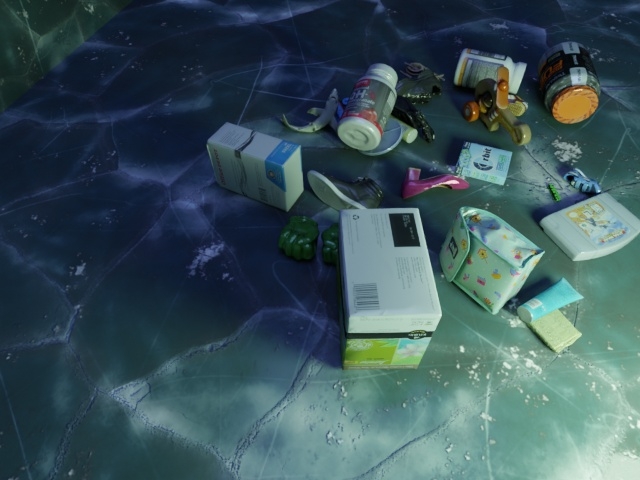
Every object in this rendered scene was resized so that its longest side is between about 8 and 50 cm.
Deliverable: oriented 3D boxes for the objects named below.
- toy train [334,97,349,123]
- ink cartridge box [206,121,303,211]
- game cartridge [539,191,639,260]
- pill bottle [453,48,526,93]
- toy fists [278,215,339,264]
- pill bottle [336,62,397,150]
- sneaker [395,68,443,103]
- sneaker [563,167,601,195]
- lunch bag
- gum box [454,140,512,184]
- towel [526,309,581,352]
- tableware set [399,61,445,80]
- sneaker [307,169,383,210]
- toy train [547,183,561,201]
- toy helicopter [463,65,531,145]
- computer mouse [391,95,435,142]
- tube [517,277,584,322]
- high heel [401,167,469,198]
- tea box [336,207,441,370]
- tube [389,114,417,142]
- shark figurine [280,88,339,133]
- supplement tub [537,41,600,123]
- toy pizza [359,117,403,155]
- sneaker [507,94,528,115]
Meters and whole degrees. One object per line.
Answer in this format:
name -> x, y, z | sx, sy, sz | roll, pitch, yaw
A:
toy train -> 0.103, -0.529, 1.865 | 0.105, 0.080, 0.184 | -21, 56, -2
ink cartridge box -> -0.227, -0.264, 1.574 | 0.307, 0.223, 0.129 | 21, 55, 17
game cartridge -> 0.922, -0.045, 1.478 | 0.297, 0.062, 0.198 | -21, 50, -14
pill bottle -> 0.751, -0.748, 1.957 | 0.278, 0.162, 0.162 | 19, 55, 15
toy fists -> 0.000, 0.000, 1.445 | 0.279, 0.096, 0.142 | 8, 54, 6
pill bottle -> 0.195, -0.530, 1.726 | 0.176, 0.176, 0.318 | 17, 69, 14
sneaker -> 0.420, -0.651, 1.934 | 0.286, 0.109, 0.130 | -31, 70, -14
sneaker -> 0.953, -0.206, 1.602 | 0.059, 0.053, 0.144 | -20, 46, -14
lunch bag -> 0.480, 0.049, 1.310 | 0.160, 0.223, 0.262 | -30, 56, -28
gum box -> 0.627, -0.300, 1.690 | 0.184, 0.041, 0.157 | 18, 55, 16
towel -> 0.665, 0.245, 1.277 | 0.110, 0.027, 0.148 | -26, 56, -16
tableware set -> 0.486, -0.795, 2.077 | 0.128, 0.039, 0.194 | -29, 57, -19
sneaker -> 0.097, -0.186, 1.586 | 0.296, 0.104, 0.147 | 35, 59, 19
toy train -> 0.853, -0.175, 1.602 | 0.023, 0.017, 0.083 | 4, 52, -7
toy helicopter -> 0.720, -0.517, 1.732 | 0.140, 0.235, 0.355 | -15, 54, -10
computer mouse -> 0.369, -0.522, 1.800 | 0.072, 0.188, 0.272 | -44, 48, 3
tube -> 0.670, 0.175, 1.284 | 0.207, 0.052, 0.080 | -22, 60, -19
high heel -> 0.418, -0.187, 1.606 | 0.244, 0.082, 0.117 | 11, 85, -6
tea box -> 0.160, 0.137, 1.189 | 0.220, 0.323, 0.329 | -2, 51, 0
tube -> 0.299, -0.488, 1.841 | 0.240, 0.070, 0.062 | 43, 109, 32
shark figurine -> -0.024, -0.507, 1.854 | 0.278, 0.166, 0.116 | -21, 21, 17
supplement tub -> 1.045, -0.663, 1.853 | 0.207, 0.207, 0.338 | 7, 52, 7
toy pizza -> 0.235, -0.417, 1.778 | 0.201, 0.032, 0.201 | -11, 57, 16
sneaker -> 0.805, -0.603, 1.909 | 0.185, 0.069, 0.084 | 34, 52, 18
